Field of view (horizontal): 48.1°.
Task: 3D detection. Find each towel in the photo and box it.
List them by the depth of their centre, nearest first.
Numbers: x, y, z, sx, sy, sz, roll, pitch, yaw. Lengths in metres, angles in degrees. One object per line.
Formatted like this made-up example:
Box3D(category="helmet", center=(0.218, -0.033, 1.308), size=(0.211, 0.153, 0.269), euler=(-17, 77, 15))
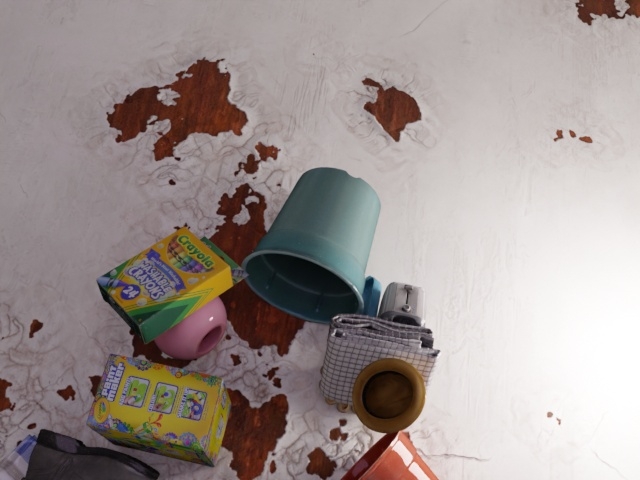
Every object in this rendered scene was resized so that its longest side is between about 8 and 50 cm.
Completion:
Box3D(category="towel", center=(-0.766, 0.653, 1.786), size=(0.209, 0.034, 0.285), euler=(40, 70, 13))
Box3D(category="towel", center=(0.150, 0.314, 1.856), size=(0.284, 0.234, 0.121), euler=(9, 35, 0))

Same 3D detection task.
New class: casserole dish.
Box3D(category="casserole dish", center=(0.128, 0.189, 1.999), size=(0.037, 0.114, 0.188), euler=(22, 64, -15))

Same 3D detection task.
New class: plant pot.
Box3D(category="plant pot", center=(0.194, 0.637, 1.726), size=(0.265, 0.272, 0.272), euler=(44, 71, 8))
Box3D(category="plant pot", center=(0.000, 0.000, 1.973), size=(0.341, 0.341, 0.334), euler=(18, 58, 5))

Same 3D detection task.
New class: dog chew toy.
Box3D(category="dog chew toy", center=(-0.412, 0.171, 1.936), size=(0.332, 0.206, 0.206), euler=(36, 69, 21))

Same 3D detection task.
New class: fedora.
Box3D(category="fedora", center=(0.175, 0.381, 1.756), size=(0.195, 0.079, 0.194), euler=(-9, 70, 27))

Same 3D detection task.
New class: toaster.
Box3D(category="toaster", center=(0.215, 0.219, 1.942), size=(0.129, 0.226, 0.146), euler=(12, 46, 4))

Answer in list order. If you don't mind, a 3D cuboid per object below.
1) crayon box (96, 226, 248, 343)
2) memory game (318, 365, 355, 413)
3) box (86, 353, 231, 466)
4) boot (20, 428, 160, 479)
Box3D(category="crayon box", center=(-0.372, 0.093, 1.826), size=(0.323, 0.083, 0.203), euler=(-34, 54, -27))
Box3D(category="memory game", center=(0.087, 0.383, 1.958), size=(0.186, 0.012, 0.186), euler=(1, 65, -3))
Box3D(category="box", center=(-0.383, 0.426, 1.765), size=(0.279, 0.290, 0.176), euler=(12, 66, 2))
Box3D(category="boot", center=(-0.579, 0.615, 1.757), size=(0.339, 0.118, 0.222), euler=(13, 68, 12))
